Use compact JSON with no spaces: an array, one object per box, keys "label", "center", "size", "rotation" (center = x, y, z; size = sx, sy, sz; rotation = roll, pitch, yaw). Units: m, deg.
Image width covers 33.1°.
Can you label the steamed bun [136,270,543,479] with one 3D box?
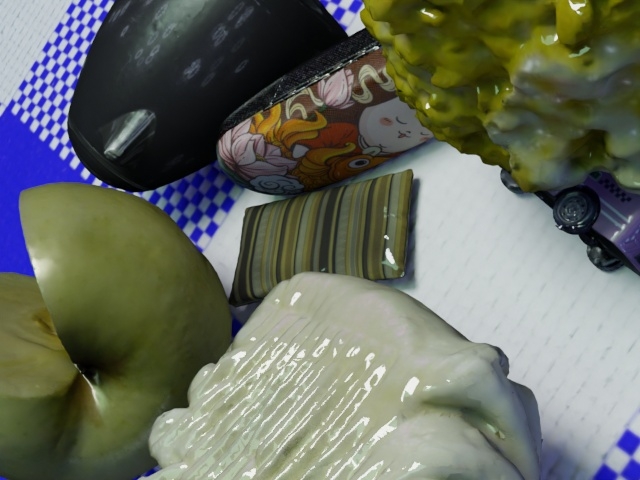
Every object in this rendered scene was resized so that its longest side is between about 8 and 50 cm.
[{"label":"steamed bun","center":[0.014,0.217,0.775],"size":[0.339,0.247,0.352],"rotation":[-51,37,-13]}]

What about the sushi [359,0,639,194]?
[{"label":"sushi","center":[0.214,-0.217,0.731],"size":[0.397,0.240,0.351],"rotation":[-6,56,15]}]

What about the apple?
[{"label":"apple","center":[-0.233,0.085,1.015],"size":[0.292,0.292,0.254],"rotation":[-53,24,8]}]

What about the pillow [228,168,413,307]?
[{"label":"pillow","center":[0.000,0.000,1.027],"size":[0.203,0.038,0.113],"rotation":[-10,61,35]}]

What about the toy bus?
[{"label":"toy bus","center":[0.205,-0.064,0.849],"size":[0.108,0.096,0.199],"rotation":[-47,50,7]}]

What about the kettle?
[{"label":"kettle","center":[-0.137,-0.180,1.129],"size":[0.290,0.207,0.268],"rotation":[-47,12,14]}]

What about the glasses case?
[{"label":"glasses case","center":[0.044,-0.129,0.990],"size":[0.321,0.122,0.082],"rotation":[-26,55,29]}]
